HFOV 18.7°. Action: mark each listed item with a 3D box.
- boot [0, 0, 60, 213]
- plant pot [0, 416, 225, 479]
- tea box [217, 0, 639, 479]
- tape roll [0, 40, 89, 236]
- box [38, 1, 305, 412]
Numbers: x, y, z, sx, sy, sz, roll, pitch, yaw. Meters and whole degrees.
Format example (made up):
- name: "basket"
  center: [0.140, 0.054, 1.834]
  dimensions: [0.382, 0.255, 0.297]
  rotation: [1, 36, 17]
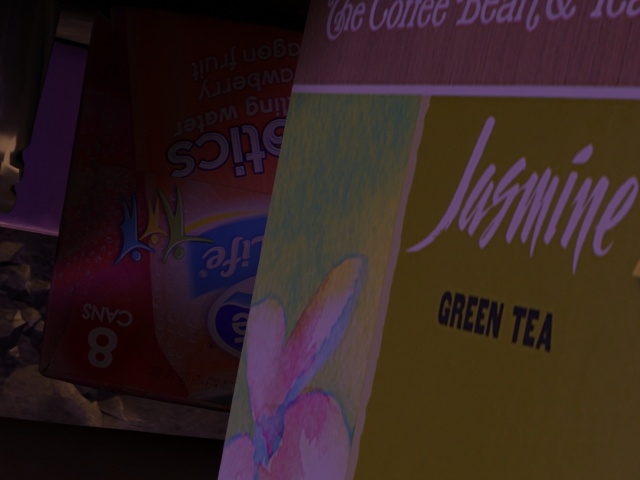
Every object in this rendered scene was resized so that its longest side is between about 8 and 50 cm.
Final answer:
- name: "boot"
  center: [-0.194, -0.068, 0.565]
  dimensions: [0.223, 0.118, 0.338]
  rotation: [13, 167, -11]
- name: "plant pot"
  center: [-0.040, 0.201, 0.719]
  dimensions: [0.305, 0.334, 0.334]
  rotation: [-1, -179, -15]
- name: "tea box"
  center: [0.157, 0.110, 0.456]
  dimensions: [0.329, 0.323, 0.220]
  rotation: [10, 179, -24]
- name: "tape roll"
  center: [-0.202, -0.058, 0.988]
  dimensions: [0.275, 0.090, 0.275]
  rotation: [9, 179, 0]
- name: "box"
  center: [0.000, 0.000, 0.819]
  dimensions: [0.154, 0.142, 0.300]
  rotation: [10, 178, 7]
